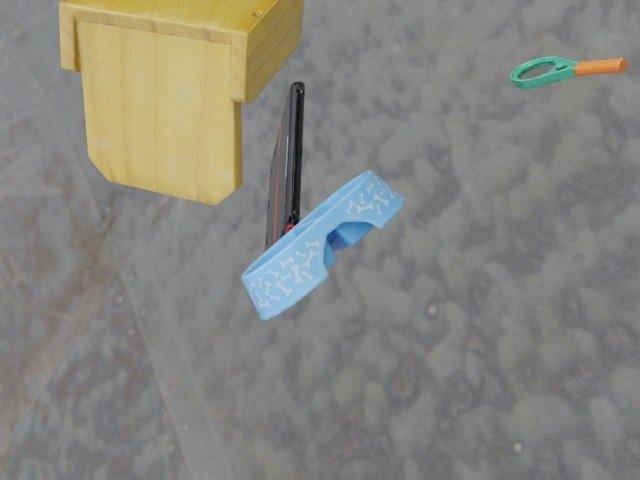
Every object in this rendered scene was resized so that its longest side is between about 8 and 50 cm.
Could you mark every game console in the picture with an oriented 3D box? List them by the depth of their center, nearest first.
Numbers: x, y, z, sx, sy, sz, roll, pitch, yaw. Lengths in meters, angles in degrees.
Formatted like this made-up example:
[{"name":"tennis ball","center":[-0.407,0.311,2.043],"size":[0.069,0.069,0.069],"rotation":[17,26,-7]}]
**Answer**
[{"name":"game console","center":[-0.071,-0.102,2.147],"size":[0.342,0.060,0.386],"rotation":[111,163,-57]}]

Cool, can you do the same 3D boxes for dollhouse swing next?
[{"name":"dollhouse swing","center":[-0.220,-0.287,1.667],"size":[0.347,0.305,0.315],"rotation":[12,45,21]}]

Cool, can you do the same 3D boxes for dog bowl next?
[{"name":"dog bowl","center":[0.000,0.000,1.494],"size":[0.297,0.074,0.166],"rotation":[-42,8,-20]}]

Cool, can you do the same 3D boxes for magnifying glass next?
[{"name":"magnifying glass","center":[0.446,-0.310,1.772],"size":[0.231,0.026,0.092],"rotation":[7,41,47]}]
